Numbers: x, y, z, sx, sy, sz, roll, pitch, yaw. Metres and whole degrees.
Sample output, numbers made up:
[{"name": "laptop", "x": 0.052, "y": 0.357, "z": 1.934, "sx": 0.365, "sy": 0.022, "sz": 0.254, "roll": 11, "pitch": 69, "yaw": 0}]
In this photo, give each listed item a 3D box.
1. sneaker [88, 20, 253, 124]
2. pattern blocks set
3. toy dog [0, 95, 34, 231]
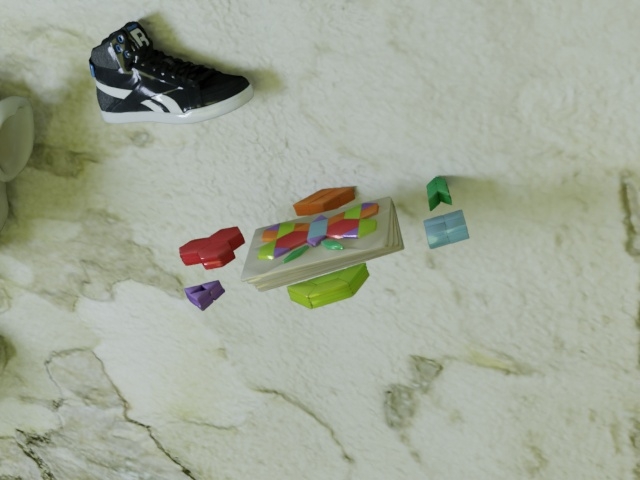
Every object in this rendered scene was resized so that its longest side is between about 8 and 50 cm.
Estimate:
[{"name": "sneaker", "x": -0.191, "y": -0.206, "z": 1.583, "sx": 0.217, "sy": 0.079, "sz": 0.121, "roll": -2, "pitch": 119, "yaw": 29}, {"name": "pattern blocks set", "x": 0.000, "y": 0.000, "z": 1.492, "sx": 0.325, "sy": 0.285, "sz": 0.026, "roll": -19, "pitch": 113, "yaw": -3}, {"name": "toy dog", "x": -0.601, "y": -0.147, "z": 1.731, "sx": 0.408, "sy": 0.284, "sz": 0.395, "roll": 34, "pitch": 172, "yaw": 4}]
